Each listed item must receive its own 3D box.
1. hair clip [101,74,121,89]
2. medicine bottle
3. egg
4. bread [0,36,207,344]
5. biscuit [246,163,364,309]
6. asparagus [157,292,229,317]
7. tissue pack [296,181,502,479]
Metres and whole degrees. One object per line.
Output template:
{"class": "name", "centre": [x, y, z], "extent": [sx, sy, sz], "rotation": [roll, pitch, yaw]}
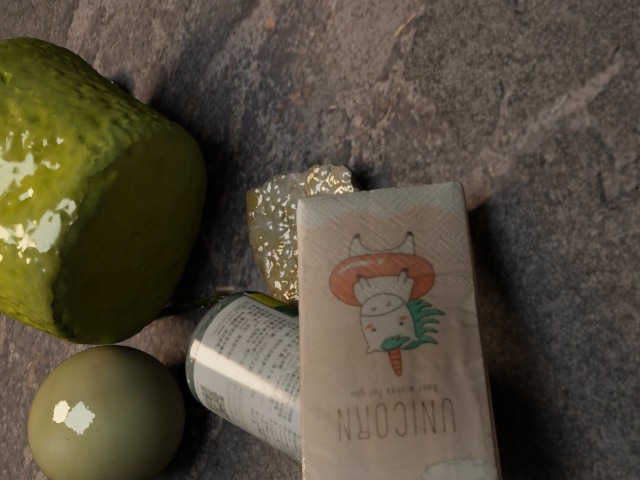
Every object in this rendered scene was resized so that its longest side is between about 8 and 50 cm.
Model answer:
{"class": "hair clip", "centre": [-0.290, -0.167, 1.495], "extent": [0.060, 0.033, 0.188], "rotation": [-42, 70, 32]}
{"class": "medicine bottle", "centre": [0.003, 0.159, 1.062], "extent": [0.293, 0.141, 0.141], "rotation": [22, 103, 40]}
{"class": "egg", "centre": [-0.278, 0.234, 1.336], "extent": [0.253, 0.188, 0.189], "rotation": [-35, 62, 52]}
{"class": "bread", "centre": [-0.323, -0.057, 1.302], "extent": [0.307, 0.348, 0.348], "rotation": [24, 105, 30]}
{"class": "biscuit", "centre": [0.000, 0.000, 1.163], "extent": [0.265, 0.040, 0.188], "rotation": [45, 119, 38]}
{"class": "asparagus", "centre": [-0.182, 0.090, 1.365], "extent": [0.232, 0.022, 0.023], "rotation": [-12, 113, 46]}
{"class": "tissue pack", "centre": [0.064, 0.102, 0.941], "extent": [0.170, 0.071, 0.326], "rotation": [-4, 57, 4]}
